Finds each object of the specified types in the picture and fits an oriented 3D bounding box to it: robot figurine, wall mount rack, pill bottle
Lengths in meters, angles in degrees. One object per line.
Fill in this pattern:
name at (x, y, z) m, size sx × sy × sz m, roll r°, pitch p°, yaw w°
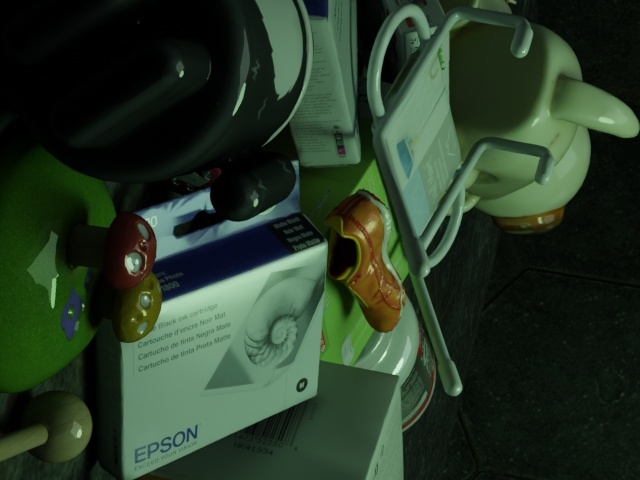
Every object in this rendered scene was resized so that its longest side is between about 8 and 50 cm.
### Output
robot figurine at (-0.102, -0.129, 1.050) m, size 0.278 × 0.173 × 0.209 m, roll -25°, pitch 123°, yaw -74°
wall mount rack at (0.120, -0.043, 1.495) m, size 0.304 × 0.130 × 0.350 m, roll -60°, pitch 151°, yaw -27°
pill bottle at (0.034, 0.125, 1.822) m, size 0.318 × 0.176 × 0.176 m, roll 59°, pitch 42°, yaw -71°

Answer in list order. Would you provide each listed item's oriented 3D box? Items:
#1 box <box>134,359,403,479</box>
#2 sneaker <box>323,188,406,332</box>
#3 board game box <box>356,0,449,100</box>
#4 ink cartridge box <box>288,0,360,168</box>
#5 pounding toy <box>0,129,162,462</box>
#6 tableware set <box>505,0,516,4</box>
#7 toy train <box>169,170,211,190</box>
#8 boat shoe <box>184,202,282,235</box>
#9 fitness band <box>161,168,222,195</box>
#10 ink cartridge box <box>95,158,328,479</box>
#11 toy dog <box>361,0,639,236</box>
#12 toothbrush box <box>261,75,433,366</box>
box at (-0.040, 0.280, 1.527) m, size 0.345 × 0.215 × 0.168 m, roll 85°, pitch 20°, yaw -46°
sneaker at (0.035, 0.026, 1.458) m, size 0.067 × 0.064 × 0.175 m, roll -37°, pitch 137°, yaw -20°
board game box at (0.071, -0.252, 1.680) m, size 0.193 × 0.053 × 0.305 m, roll 84°, pitch -10°, yaw -50°
ink cartridge box at (-0.011, -0.284, 1.406) m, size 0.330 × 0.071 × 0.324 m, roll 77°, pitch 11°, yaw -63°
pounding toy at (-0.162, 0.048, 1.061) m, size 0.183 × 0.110 × 0.237 m, roll -3°, pitch 101°, yaw -77°
tableware set at (0.165, -0.351, 2.013) m, size 0.039 × 0.194 × 0.128 m, roll -56°, pitch 164°, yaw -4°
toy train at (-0.133, -0.072, 1.204) m, size 0.158 × 0.027 × 0.036 m, roll 23°, pitch 43°, yaw -61°
boat shoe at (-0.091, -0.013, 1.340) m, size 0.133 × 0.049 × 0.042 m, roll -41°, pitch 129°, yaw -12°
fitness band at (-0.097, -0.157, 1.328) m, size 0.291 × 0.054 × 0.209 m, roll 72°, pitch 30°, yaw -62°
ink cartridge box at (-0.089, 0.065, 1.307) m, size 0.223 × 0.045 × 0.224 m, roll -21°, pitch 125°, yaw -37°
toy dog at (0.228, -0.164, 2.025) m, size 0.408 × 0.395 × 0.285 m, roll 35°, pitch 56°, yaw -66°
toothbrush box at (0.000, 0.000, 1.567) m, size 0.283 × 0.122 × 0.206 m, roll -56°, pitch 151°, yaw -33°
